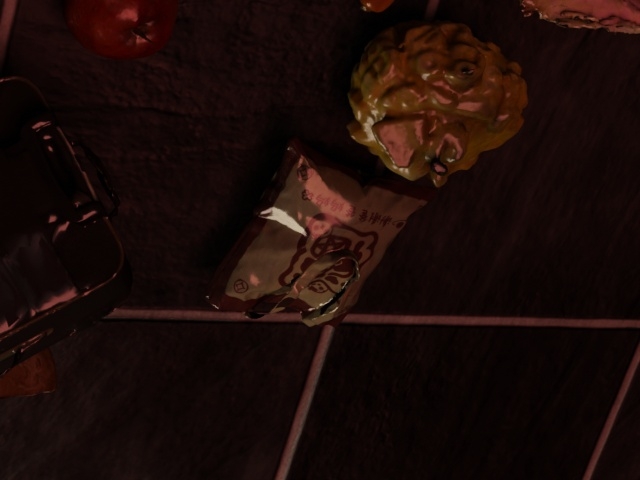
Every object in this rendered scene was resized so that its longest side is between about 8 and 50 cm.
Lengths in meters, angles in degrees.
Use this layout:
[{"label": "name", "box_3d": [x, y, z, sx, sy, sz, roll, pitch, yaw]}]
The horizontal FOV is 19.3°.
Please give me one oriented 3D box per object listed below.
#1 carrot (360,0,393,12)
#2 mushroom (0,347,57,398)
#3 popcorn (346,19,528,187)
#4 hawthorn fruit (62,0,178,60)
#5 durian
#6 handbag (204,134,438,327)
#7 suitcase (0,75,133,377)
[{"label": "carrot", "box_3d": [0.113, -0.361, 2.093, 0.043, 0.043, 0.248, 18, 111, -34]}, {"label": "mushroom", "box_3d": [-0.425, 0.099, 2.110, 0.285, 0.156, 0.151, 6, 91, -28]}, {"label": "popcorn", "box_3d": [0.131, -0.155, 2.159, 0.218, 0.169, 0.189, 29, 107, -33]}, {"label": "hawthorn fruit", "box_3d": [-0.212, -0.241, 1.971, 0.125, 0.140, 0.125, 0, 150, 0]}, {"label": "durian", "box_3d": [0.321, -0.338, 2.145, 0.305, 0.185, 0.196, 4, 101, -32]}, {"label": "handbag", "box_3d": [0.000, 0.000, 2.230, 0.213, 0.127, 0.235, 15, 117, -35]}, {"label": "suitcase", "box_3d": [-0.412, 0.033, 1.947, 0.434, 0.283, 0.194, -29, 169, -7]}]
